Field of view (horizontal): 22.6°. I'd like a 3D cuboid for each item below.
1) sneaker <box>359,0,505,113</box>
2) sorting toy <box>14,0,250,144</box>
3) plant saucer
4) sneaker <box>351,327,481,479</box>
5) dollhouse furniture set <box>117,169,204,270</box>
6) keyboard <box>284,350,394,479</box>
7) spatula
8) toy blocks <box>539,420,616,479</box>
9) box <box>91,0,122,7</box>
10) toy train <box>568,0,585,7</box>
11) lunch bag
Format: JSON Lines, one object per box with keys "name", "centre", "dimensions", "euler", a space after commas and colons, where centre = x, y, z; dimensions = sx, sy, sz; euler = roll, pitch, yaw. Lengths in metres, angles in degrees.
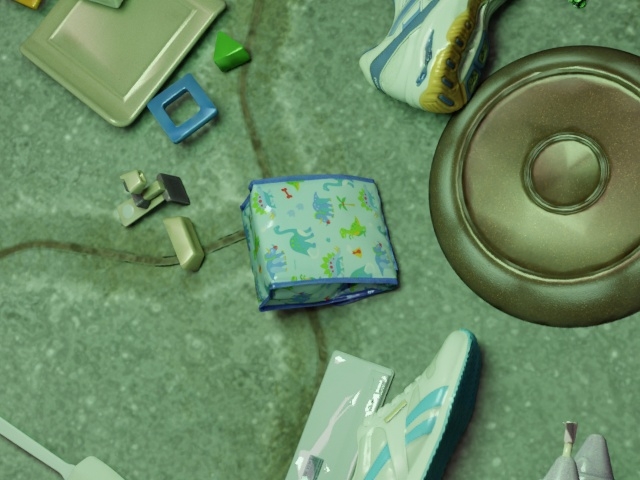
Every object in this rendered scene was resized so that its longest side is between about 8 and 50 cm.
{"name": "sneaker", "centre": [0.140, -0.285, 1.735], "dimensions": [0.131, 0.112, 0.296], "euler": [19, 74, 35]}
{"name": "sorting toy", "centre": [-0.230, -0.246, 1.876], "dimensions": [0.348, 0.047, 0.196], "euler": [38, 85, 22]}
{"name": "plant saucer", "centre": [0.259, -0.065, 1.671], "dimensions": [0.311, 0.050, 0.310], "euler": [-4, 75, 17]}
{"name": "sneaker", "centre": [0.092, 0.189, 1.633], "dimensions": [0.092, 0.087, 0.228], "euler": [22, 81, 24]}
{"name": "dollhouse furniture set", "centre": [-0.193, -0.008, 1.787], "dimensions": [0.081, 0.091, 0.114], "euler": [-31, 71, 24]}
{"name": "keyboard", "centre": [0.001, 0.245, 1.688], "dimensions": [0.072, 0.014, 0.256], "euler": [17, 81, 26]}
{"name": "spatula", "centre": [-0.331, 0.289, 1.779], "dimensions": [0.242, 0.019, 0.168], "euler": [30, 91, 23]}
{"name": "toy blocks", "centre": [0.246, 0.302, 1.443], "dimensions": [0.309, 0.288, 0.260], "euler": [10, 84, 23]}
{"name": "box", "centre": [-0.238, -0.441, 1.861], "dimensions": [0.148, 0.121, 0.311], "euler": [18, 71, 22]}
{"name": "toy train", "centre": [0.293, -0.290, 1.737], "dimensions": [0.024, 0.017, 0.083], "euler": [31, 86, 32]}
{"name": "lunch bag", "centre": [0.000, 0.000, 1.711], "dimensions": [0.151, 0.096, 0.128], "euler": [-7, 71, -15]}
